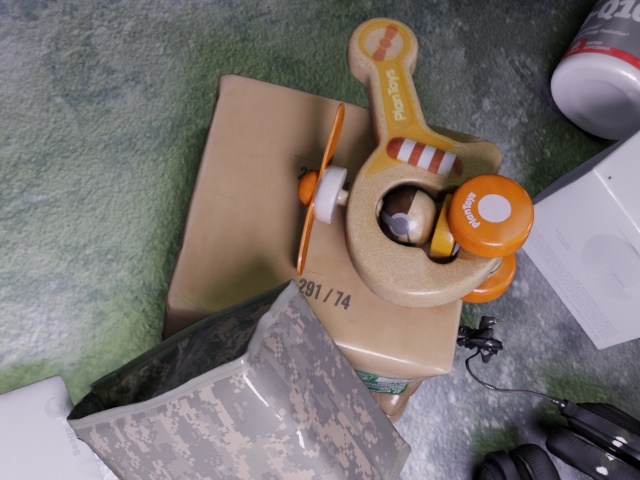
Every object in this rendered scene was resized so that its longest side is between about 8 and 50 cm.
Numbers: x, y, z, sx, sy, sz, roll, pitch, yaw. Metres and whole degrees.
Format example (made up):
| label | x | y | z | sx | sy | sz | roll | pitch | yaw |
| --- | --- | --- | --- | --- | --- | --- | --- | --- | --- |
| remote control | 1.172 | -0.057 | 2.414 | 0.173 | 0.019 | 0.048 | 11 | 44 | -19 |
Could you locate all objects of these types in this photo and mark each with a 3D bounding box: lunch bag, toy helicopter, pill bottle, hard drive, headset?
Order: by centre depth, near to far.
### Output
| label | x | y | z | sx | sy | sz | roll | pitch | yaw |
| --- | --- | --- | --- | --- | --- | --- | --- | --- | --- |
| hard drive | -0.361 | 0.274 | 0.901 | 0.307 | 0.040 | 0.203 | -17 | 78 | -40 |
| lunch bag | -0.093 | 0.209 | 0.945 | 0.235 | 0.287 | 0.169 | 55 | 31 | -15 |
| toy helicopter | 0.074 | -0.092 | 1.000 | 0.235 | 0.140 | 0.355 | -9 | 63 | -2 |
| headset | 0.289 | 0.279 | 1.150 | 0.243 | 0.185 | 0.394 | -32 | 96 | -7 |
| pill bottle | 0.466 | -0.298 | 1.345 | 0.161 | 0.161 | 0.283 | 36 | 67 | -5 |

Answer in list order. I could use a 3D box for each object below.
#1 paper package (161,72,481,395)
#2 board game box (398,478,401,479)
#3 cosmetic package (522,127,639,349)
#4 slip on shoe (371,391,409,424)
| label | x | y | z | sx | sy | sz | roll | pitch | yaw |
| --- | --- | --- | --- | --- | --- | --- | --- | --- | --- |
| paper package | 0.000 | 0.000 | 1.092 | 0.325 | 0.168 | 0.309 | 13 | 71 | -6 |
| board game box | 0.007 | 0.331 | 1.069 | 0.136 | 0.035 | 0.201 | 49 | 65 | -23 |
| cosmetic package | 0.399 | 0.000 | 1.206 | 0.138 | 0.225 | 0.224 | -35 | 88 | -25 |
| slip on shoe | 0.100 | 0.167 | 1.165 | 0.051 | 0.041 | 0.135 | 27 | 69 | -9 |
